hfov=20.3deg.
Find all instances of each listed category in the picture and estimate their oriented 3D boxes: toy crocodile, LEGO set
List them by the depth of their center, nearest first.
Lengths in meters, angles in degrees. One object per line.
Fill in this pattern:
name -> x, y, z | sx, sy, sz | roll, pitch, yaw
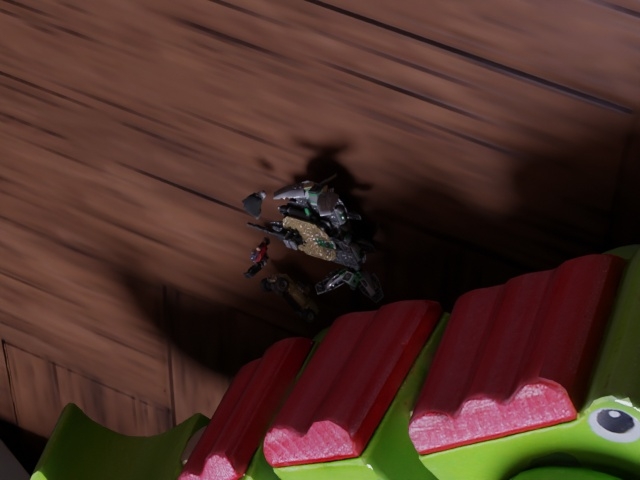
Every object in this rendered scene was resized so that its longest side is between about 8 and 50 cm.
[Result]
toy crocodile -> 0.036, 0.062, 0.553 | 0.105, 0.115, 0.340 | 45, 142, -22
LEGO set -> -0.002, -0.001, 0.600 | 0.054, 0.023, 0.083 | 46, 155, -12

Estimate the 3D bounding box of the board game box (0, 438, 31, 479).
board game box -> -0.089, 0.263, 0.795 | 0.303, 0.097, 0.224 | 44, 155, 35
